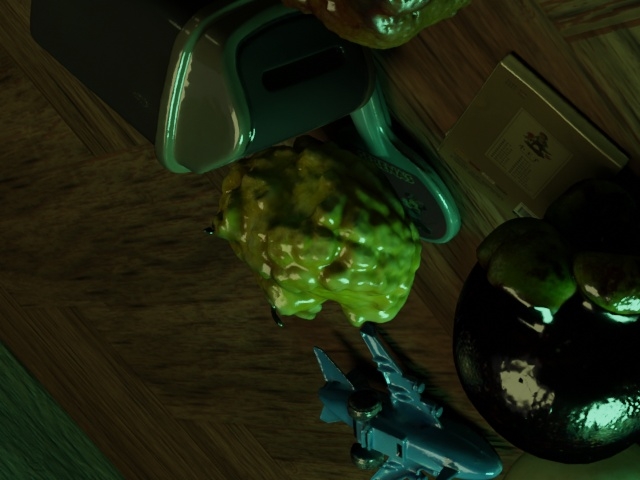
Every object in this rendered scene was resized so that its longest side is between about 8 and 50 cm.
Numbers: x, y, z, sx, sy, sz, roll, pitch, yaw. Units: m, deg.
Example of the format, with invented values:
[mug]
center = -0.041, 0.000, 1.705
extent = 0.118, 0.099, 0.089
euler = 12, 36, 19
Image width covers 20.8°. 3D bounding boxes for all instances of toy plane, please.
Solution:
[toy plane]
center = 0.097, 0.225, 2.087
extent = 0.271, 0.105, 0.254
euler = 30, 139, 38

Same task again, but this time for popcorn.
[popcorn]
center = -0.001, -0.002, 1.699
extent = 0.218, 0.169, 0.189
euler = 38, 166, 40

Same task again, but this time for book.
[book]
center = 0.183, -0.077, 1.544
extent = 0.138, 0.016, 0.198
euler = 42, 157, 4

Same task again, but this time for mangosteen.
[mangosteen]
center = 0.221, 0.067, 1.479
extent = 0.243, 0.243, 0.243
euler = 35, 155, 19

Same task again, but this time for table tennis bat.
[table tennis bat]
center = 0.065, -0.084, 1.703
extent = 0.153, 0.040, 0.244
euler = 29, 157, 36

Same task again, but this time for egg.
[egg]
center = 0.271, 0.295, 1.808
extent = 0.186, 0.186, 0.253
euler = 38, 157, 13

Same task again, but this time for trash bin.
[trash bin]
center = -0.110, -0.186, 1.576
extent = 0.290, 0.209, 0.182
euler = 37, 133, 29

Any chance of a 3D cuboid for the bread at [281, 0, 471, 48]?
[bread]
center = 0.026, -0.265, 1.331
extent = 0.232, 0.135, 0.246
euler = 32, 153, 34
